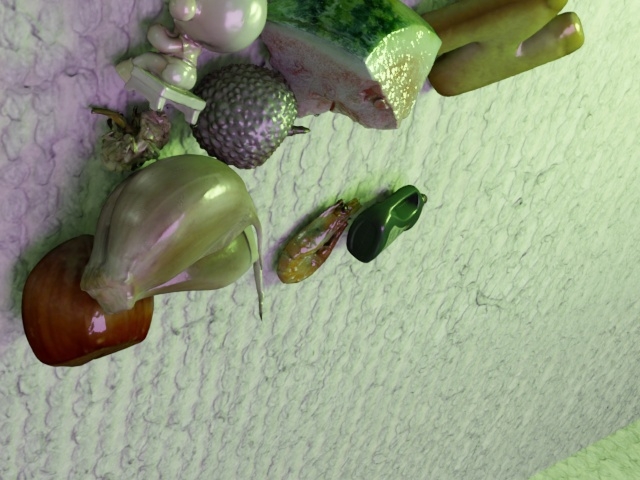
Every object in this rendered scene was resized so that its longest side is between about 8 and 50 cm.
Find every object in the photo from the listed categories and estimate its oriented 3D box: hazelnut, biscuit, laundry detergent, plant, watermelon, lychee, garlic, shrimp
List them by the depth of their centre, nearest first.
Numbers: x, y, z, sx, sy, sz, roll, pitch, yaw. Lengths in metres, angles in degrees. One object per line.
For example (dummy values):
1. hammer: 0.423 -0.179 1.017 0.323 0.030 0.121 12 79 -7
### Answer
1. plant: -0.290 -0.167 1.696 0.122 0.104 0.117 49 47 -26
2. garlic: -0.183 -0.019 1.751 0.340 0.246 0.231 6 156 -41
3. lychee: -0.107 -0.188 1.756 0.197 0.165 0.165 26 110 -20
4. watermelon: 0.046 -0.295 1.800 0.310 0.193 0.232 -9 109 -54
5. hazelnut: -0.370 0.094 1.805 0.212 0.181 0.181 -14 167 -32
6. biscuit: 0.304 -0.354 1.987 0.290 0.062 0.237 -17 152 17
7. shrimp: -0.001 -0.001 2.168 0.217 0.051 0.115 -48 152 5
8. laundry detergent: 0.146 -0.051 2.215 0.221 0.078 0.144 -35 158 -42

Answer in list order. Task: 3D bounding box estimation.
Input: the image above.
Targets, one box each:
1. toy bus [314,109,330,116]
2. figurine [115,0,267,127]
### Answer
1. toy bus: -0.031 -0.233 1.899 0.130 0.037 0.052 -12 133 -38
2. figurine: -0.166 -0.294 1.609 0.257 0.144 0.182 -52 142 8
